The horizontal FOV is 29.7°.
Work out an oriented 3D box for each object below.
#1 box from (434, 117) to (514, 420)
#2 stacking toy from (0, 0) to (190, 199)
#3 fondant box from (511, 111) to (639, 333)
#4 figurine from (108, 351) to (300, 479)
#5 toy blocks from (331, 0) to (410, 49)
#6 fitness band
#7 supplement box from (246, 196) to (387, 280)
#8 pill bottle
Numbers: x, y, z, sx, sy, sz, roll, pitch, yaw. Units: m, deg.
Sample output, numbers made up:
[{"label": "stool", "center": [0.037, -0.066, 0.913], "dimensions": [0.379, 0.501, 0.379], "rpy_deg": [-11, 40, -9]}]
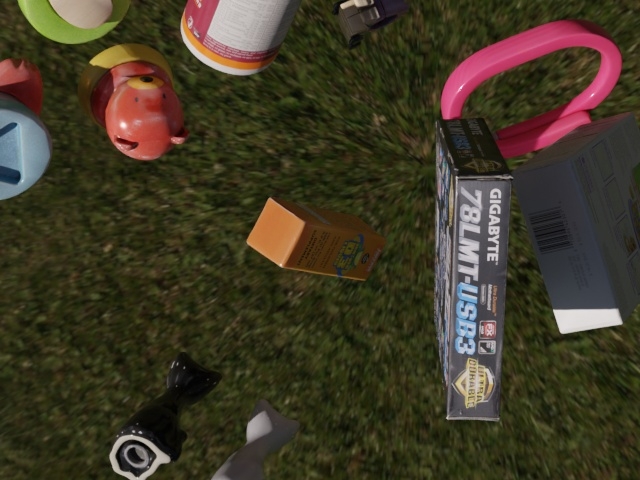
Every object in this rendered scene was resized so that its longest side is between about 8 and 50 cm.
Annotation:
[{"label": "box", "center": [0.179, 0.024, 1.464], "dimensions": [0.073, 0.293, 0.296], "rpy_deg": [-1, 107, 1]}, {"label": "stacking toy", "center": [-0.310, -0.182, 1.378], "dimensions": [0.308, 0.130, 0.280], "rpy_deg": [-19, 135, -14]}, {"label": "fondant box", "center": [0.403, -0.034, 1.744], "dimensions": [0.096, 0.330, 0.238], "rpy_deg": [-14, 99, 33]}, {"label": "figurine", "center": [-0.142, 0.260, 1.614], "dimensions": [0.214, 0.209, 0.092], "rpy_deg": [31, 126, 0]}, {"label": "toy blocks", "center": [0.100, -0.472, 1.617], "dimensions": [0.260, 0.288, 0.309], "rpy_deg": [-24, 88, -4]}, {"label": "fitness band", "center": [0.329, -0.235, 1.876], "dimensions": [0.290, 0.054, 0.209], "rpy_deg": [-22, 135, 4]}, {"label": "supplement box", "center": [0.000, 0.000, 1.722], "dimensions": [0.080, 0.233, 0.078], "rpy_deg": [33, 103, 29]}, {"label": "pill bottle", "center": [-0.072, -0.301, 1.349], "dimensions": [0.121, 0.121, 0.221], "rpy_deg": [32, 137, 3]}]
